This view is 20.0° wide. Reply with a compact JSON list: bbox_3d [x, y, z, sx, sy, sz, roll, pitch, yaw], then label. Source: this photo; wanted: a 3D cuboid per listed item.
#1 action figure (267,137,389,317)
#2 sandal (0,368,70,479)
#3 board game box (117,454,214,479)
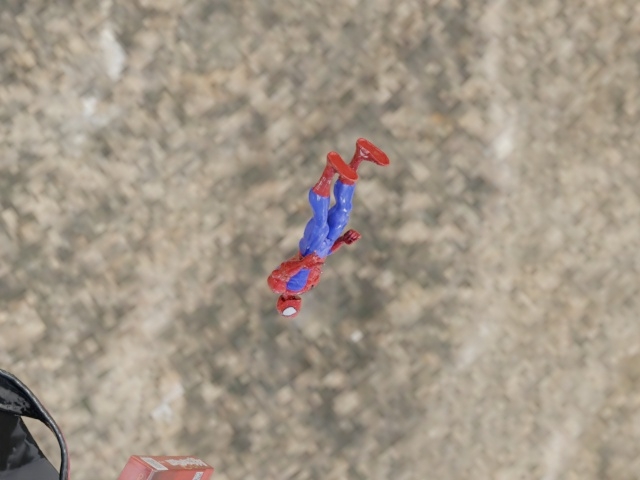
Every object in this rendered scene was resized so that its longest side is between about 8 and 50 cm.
[{"bbox_3d":[0.000,0.000,0.904,0.038,0.030,0.115,-33,161,-42],"label":"action figure"},{"bbox_3d":[-0.117,0.074,0.625,0.067,0.040,0.179,-44,125,-41],"label":"sandal"},{"bbox_3d":[-0.188,0.304,1.497,0.281,0.027,0.145,-61,162,3],"label":"board game box"}]
